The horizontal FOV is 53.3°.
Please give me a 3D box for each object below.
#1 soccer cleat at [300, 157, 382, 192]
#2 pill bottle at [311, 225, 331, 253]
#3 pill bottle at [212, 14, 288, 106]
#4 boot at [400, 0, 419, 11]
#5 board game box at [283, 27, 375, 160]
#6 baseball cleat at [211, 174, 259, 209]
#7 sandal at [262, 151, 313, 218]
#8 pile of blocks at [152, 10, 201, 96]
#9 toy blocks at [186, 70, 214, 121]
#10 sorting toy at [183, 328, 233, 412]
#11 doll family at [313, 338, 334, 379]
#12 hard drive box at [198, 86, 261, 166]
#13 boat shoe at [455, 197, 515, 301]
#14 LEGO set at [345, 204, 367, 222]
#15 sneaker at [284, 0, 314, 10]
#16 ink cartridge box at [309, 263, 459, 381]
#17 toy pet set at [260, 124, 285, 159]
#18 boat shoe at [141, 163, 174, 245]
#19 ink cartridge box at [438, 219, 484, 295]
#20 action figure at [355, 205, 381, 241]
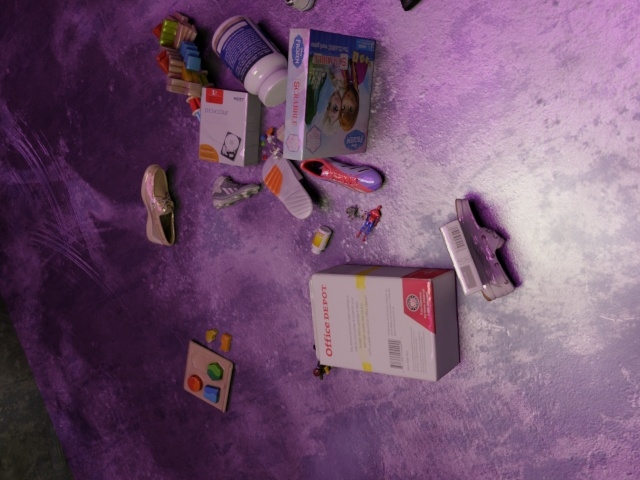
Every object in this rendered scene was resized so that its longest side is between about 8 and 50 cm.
[{"bbox_3d":[0.058,-0.190,1.841,0.248,0.095,0.083,22,112,30],"label":"soccer cleat"},{"bbox_3d":[0.000,0.000,1.954,0.043,0.043,0.083,36,118,25],"label":"pill bottle"},{"bbox_3d":[-0.194,-0.535,1.912,0.264,0.153,0.153,51,124,16],"label":"pill bottle"},{"bbox_3d":[0.235,-0.666,1.649,0.121,0.045,0.099,-35,76,36],"label":"boot"},{"bbox_3d":[0.028,-0.381,1.685,0.066,0.319,0.317,14,108,32],"label":"board game box"},{"bbox_3d":[-0.291,-0.175,2.110,0.206,0.072,0.109,-20,81,33],"label":"baseball cleat"},{"bbox_3d":[-0.090,-0.158,1.957,0.102,0.076,0.265,-43,59,17],"label":"sandal"},{"bbox_3d":[-0.471,-0.613,2.050,0.149,0.113,0.362,-50,51,41],"label":"pile of blocks"},{"bbox_3d":[-0.393,-0.472,2.129,0.123,0.054,0.148,-27,86,34],"label":"toy blocks"},{"bbox_3d":[-0.417,0.461,2.350,0.229,0.041,0.307,23,112,30],"label":"sorting toy"},{"bbox_3d":[0.017,0.340,1.972,0.076,0.111,0.192,-2,98,36],"label":"doll family"},{"bbox_3d":[-0.291,-0.365,2.045,0.181,0.089,0.232,12,106,25],"label":"hard drive box"},{"bbox_3d":[0.423,0.012,1.633,0.096,0.098,0.276,-20,90,16],"label":"boat shoe"},{"bbox_3d":[0.098,-0.081,1.868,0.083,0.023,0.054,-9,70,45],"label":"LEGO set"},{"bbox_3d":[-0.052,-0.785,1.795,0.094,0.091,0.258,14,108,33],"label":"sneaker"},{"bbox_3d":[0.178,0.218,1.801,0.385,0.160,0.279,1,101,35],"label":"ink cartridge box"},{"bbox_3d":[-0.122,-0.304,1.972,0.114,0.065,0.122,-41,37,27],"label":"toy pet set"},{"bbox_3d":[-0.572,-0.126,2.302,0.098,0.109,0.302,14,114,27],"label":"boat shoe"},{"bbox_3d":[0.355,0.040,1.623,0.056,0.225,0.180,-21,87,12],"label":"ink cartridge box"},{"bbox_3d":[0.144,-0.052,1.851,0.038,0.030,0.115,37,114,18],"label":"action figure"}]
